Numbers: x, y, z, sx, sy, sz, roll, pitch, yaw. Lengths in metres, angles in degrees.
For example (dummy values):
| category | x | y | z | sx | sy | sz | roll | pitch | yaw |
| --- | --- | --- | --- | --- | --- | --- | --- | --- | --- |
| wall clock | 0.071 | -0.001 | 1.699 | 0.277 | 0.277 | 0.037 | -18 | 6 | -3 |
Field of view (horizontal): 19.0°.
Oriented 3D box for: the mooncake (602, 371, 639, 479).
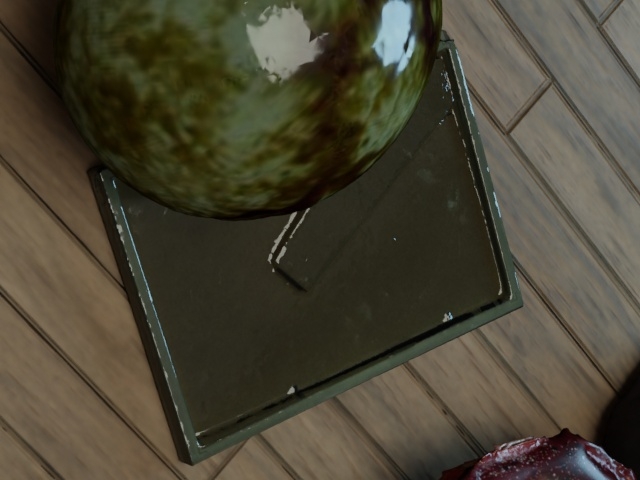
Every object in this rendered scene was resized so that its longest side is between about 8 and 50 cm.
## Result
| category | x | y | z | sx | sy | sz | roll | pitch | yaw |
| --- | --- | --- | --- | --- | --- | --- | --- | --- | --- |
| mooncake | 0.352 | 0.187 | 1.585 | 0.245 | 0.133 | 0.244 | -1 | 91 | -37 |

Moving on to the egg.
| category | x | y | z | sx | sy | sz | roll | pitch | yaw |
| --- | --- | --- | --- | --- | --- | --- | --- | --- | --- |
| egg | -0.039 | -0.137 | 1.258 | 0.289 | 0.238 | 0.238 | -25 | 108 | -49 |

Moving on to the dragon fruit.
| category | x | y | z | sx | sy | sz | roll | pitch | yaw |
| --- | --- | --- | --- | --- | --- | --- | --- | --- | --- |
| dragon fruit | 0.147 | 0.252 | 1.462 | 0.262 | 0.163 | 0.189 | 6 | 125 | -35 |

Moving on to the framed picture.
| category | x | y | z | sx | sy | sz | roll | pitch | yaw |
| --- | --- | --- | --- | --- | --- | --- | --- | --- | --- |
| framed picture | 0.000 | 0.000 | 1.416 | 0.315 | 0.024 | 0.232 | -23 | 106 | -26 |
